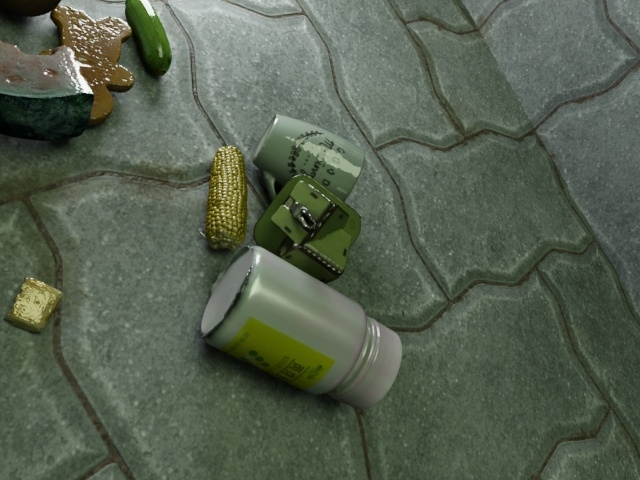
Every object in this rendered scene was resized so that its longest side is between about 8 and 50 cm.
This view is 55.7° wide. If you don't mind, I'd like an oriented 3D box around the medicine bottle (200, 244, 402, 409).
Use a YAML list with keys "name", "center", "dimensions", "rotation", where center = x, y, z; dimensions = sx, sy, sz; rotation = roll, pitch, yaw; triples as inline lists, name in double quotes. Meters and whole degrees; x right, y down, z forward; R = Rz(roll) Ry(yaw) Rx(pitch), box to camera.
- name: "medicine bottle"
  center: [-0.036, 0.182, 1.224]
  dimensions: [0.378, 0.213, 0.214]
  rotation: [30, 49, -20]

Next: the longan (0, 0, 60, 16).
- name: "longan"
  center: [-0.618, -0.552, 1.241]
  dimensions: [0.187, 0.167, 0.167]
  rotation: [34, 44, 11]

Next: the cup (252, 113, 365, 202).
- name: "cup"
  center: [-0.050, -0.160, 1.468]
  dimensions: [0.233, 0.186, 0.258]
  rotation: [25, 79, -15]

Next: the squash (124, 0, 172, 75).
- name: "squash"
  center: [-0.405, -0.489, 1.426]
  dimensions: [0.068, 0.077, 0.219]
  rotation: [-10, 69, -50]

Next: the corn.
- name: "corn"
  center: [-0.206, -0.097, 1.342]
  dimensions: [0.091, 0.091, 0.260]
  rotation: [23, 51, -38]

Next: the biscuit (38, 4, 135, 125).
- name: "biscuit"
  center: [-0.500, -0.372, 1.299]
  dimensions: [0.196, 0.049, 0.302]
  rotation: [6, 61, -28]

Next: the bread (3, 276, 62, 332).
- name: "bread"
  center: [-0.487, 0.111, 1.032]
  dimensions: [0.070, 0.035, 0.083]
  rotation: [27, 57, -23]

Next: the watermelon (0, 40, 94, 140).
- name: "watermelon"
  center: [-0.569, -0.289, 1.133]
  dimensions: [0.318, 0.148, 0.226]
  rotation: [20, 48, -4]

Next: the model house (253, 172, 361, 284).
- name: "model house"
  center: [0.000, 0.000, 1.286]
  dimensions: [0.218, 0.278, 0.205]
  rotation: [35, 92, -18]
